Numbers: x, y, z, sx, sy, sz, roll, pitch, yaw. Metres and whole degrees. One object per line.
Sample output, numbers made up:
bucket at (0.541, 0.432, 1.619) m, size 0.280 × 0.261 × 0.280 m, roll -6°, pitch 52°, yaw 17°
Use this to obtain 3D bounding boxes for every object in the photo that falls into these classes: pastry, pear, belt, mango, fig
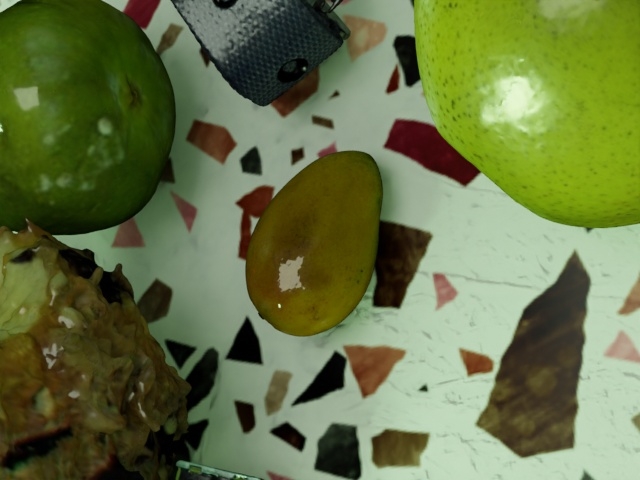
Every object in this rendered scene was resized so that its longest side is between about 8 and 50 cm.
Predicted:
pastry at (-0.280, 0.197, 1.194) m, size 0.292 × 0.405 × 0.337 m, roll 3°, pitch 121°, yaw 41°
pear at (0.205, -0.148, 1.027) m, size 0.294 × 0.294 × 0.294 m, roll -7°, pitch 76°, yaw 30°
belt at (-0.066, -0.236, 1.295) m, size 0.126 × 0.139 × 0.230 m, roll -39°, pitch 60°, yaw 13°
mango at (-0.005, 0.002, 1.231) m, size 0.111 × 0.089 × 0.163 m, roll 2°, pitch 71°, yaw 21°
fig at (-0.275, -0.123, 1.346) m, size 0.314 × 0.233 × 0.233 m, roll 19°, pitch 90°, yaw 38°

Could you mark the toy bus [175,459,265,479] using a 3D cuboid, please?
toy bus at (-0.088, 0.280, 1.210) m, size 0.088 × 0.101 × 0.175 m, roll 9°, pitch 81°, yaw 22°
